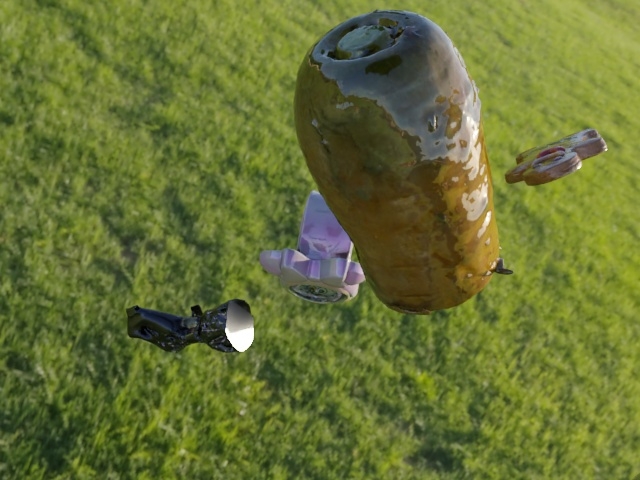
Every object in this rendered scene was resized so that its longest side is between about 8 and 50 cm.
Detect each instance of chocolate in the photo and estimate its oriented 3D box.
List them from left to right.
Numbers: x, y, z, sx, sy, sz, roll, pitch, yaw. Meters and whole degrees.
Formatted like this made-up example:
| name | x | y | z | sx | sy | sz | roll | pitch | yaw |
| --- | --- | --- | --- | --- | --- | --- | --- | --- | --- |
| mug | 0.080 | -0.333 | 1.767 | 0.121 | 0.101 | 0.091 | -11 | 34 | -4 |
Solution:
| name | x | y | z | sx | sy | sz | roll | pitch | yaw |
| --- | --- | --- | --- | --- | --- | --- | --- | --- | --- |
| chocolate | -0.151 | 0.098 | 1.013 | 0.147 | 0.072 | 0.070 | 1 | 32 | 29 |

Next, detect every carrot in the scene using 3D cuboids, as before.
| name | x | y | z | sx | sy | sz | roll | pitch | yaw |
| --- | --- | --- | --- | --- | --- | --- | --- | --- | --- |
| carrot | 0.099 | -0.098 | 1.071 | 0.224 | 0.341 | 0.224 | -16 | 36 | 12 |

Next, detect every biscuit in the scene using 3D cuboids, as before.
| name | x | y | z | sx | sy | sz | roll | pitch | yaw |
| --- | --- | --- | --- | --- | --- | --- | --- | --- | --- |
| biscuit | 0.377 | -0.136 | 1.414 | 0.036 | 0.165 | 0.250 | 67 | 24 | -8 |

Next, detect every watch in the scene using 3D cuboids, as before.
| name | x | y | z | sx | sy | sz | roll | pitch | yaw |
| --- | --- | --- | --- | --- | --- | --- | --- | --- | --- |
| watch | 0.000 | 0.000 | 1.747 | 0.210 | 0.248 | 0.218 | 9 | 70 | 5 |

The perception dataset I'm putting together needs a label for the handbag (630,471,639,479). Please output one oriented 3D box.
| name | x | y | z | sx | sy | sz | roll | pitch | yaw |
| --- | --- | --- | --- | --- | --- | --- | --- | --- | --- |
| handbag | 0.317 | 0.342 | 0.818 | 0.178 | 0.275 | 0.302 | 22 | 27 | 39 |
